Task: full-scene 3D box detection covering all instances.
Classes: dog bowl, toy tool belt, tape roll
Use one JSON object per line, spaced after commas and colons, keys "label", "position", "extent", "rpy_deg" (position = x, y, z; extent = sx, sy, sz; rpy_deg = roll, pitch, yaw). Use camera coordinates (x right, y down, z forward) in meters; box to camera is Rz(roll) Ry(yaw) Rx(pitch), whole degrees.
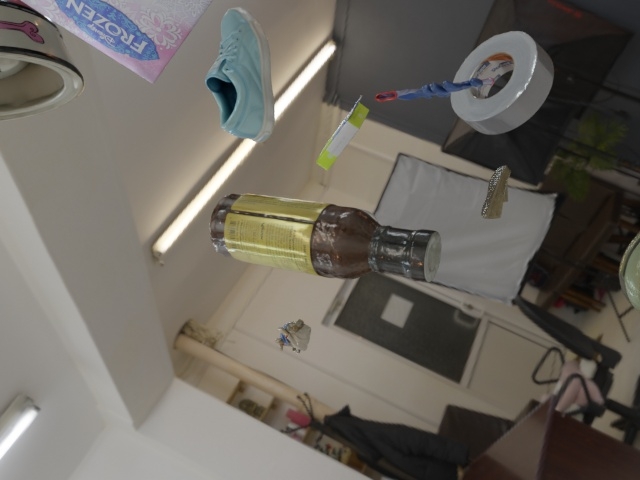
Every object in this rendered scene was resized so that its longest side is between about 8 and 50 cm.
{"label": "dog bowl", "position": [-0.683, -0.350, 1.052], "extent": [0.408, 0.408, 0.150], "rpy_deg": [-11, -92, -77]}
{"label": "toy tool belt", "position": [-0.048, 0.146, 0.850], "extent": [0.083, 0.051, 0.052], "rpy_deg": [131, 153, -68]}
{"label": "tape roll", "position": [0.402, -0.352, 1.233], "extent": [0.072, 0.219, 0.219], "rpy_deg": [23, -87, -36]}

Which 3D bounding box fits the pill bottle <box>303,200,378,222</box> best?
{"label": "pill bottle", "position": [-0.006, -0.010, 1.005], "extent": [0.119, 0.208, 0.119], "rpy_deg": [-17, -68, -48]}

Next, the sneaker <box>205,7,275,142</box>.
{"label": "sneaker", "position": [-0.212, -0.426, 1.358], "extent": [0.150, 0.365, 0.135], "rpy_deg": [1, -21, -46]}

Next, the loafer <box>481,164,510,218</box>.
{"label": "loafer", "position": [0.466, -0.123, 1.440], "extent": [0.056, 0.050, 0.148], "rpy_deg": [-118, 47, -77]}

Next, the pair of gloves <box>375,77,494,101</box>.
{"label": "pair of gloves", "position": [0.205, -0.263, 0.968], "extent": [0.159, 0.198, 0.023], "rpy_deg": [-17, -75, -38]}

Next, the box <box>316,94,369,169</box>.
{"label": "box", "position": [0.060, -0.273, 1.403], "extent": [0.178, 0.042, 0.109], "rpy_deg": [-49, 11, 42]}

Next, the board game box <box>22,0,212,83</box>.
{"label": "board game box", "position": [-0.210, -0.325, 0.459], "extent": [0.318, 0.319, 0.066], "rpy_deg": [-31, 38, 46]}

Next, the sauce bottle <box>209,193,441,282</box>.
{"label": "sauce bottle", "position": [0.000, 0.000, 0.804], "extent": [0.111, 0.344, 0.111], "rpy_deg": [-28, -57, -54]}

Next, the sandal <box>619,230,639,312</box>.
{"label": "sandal", "position": [0.404, -0.039, 0.482], "extent": [0.302, 0.120, 0.086], "rpy_deg": [-52, 8, 9]}
